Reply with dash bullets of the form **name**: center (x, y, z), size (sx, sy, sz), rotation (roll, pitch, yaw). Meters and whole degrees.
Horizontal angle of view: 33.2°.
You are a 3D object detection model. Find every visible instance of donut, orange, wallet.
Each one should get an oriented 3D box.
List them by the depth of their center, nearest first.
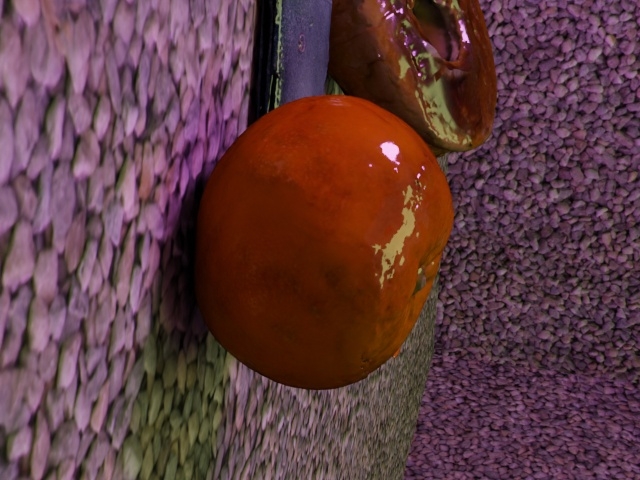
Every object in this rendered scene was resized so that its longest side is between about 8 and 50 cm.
- **orange**: center (0.000, 0.000, 1.018), size (0.284, 0.226, 0.283), rotation (18, 90, -77)
- **wallet**: center (-0.040, -0.101, 1.224), size (0.191, 0.046, 0.379), rotation (-29, 126, -74)
- **donut**: center (0.105, -0.262, 1.406), size (0.330, 0.160, 0.330), rotation (33, 49, -48)
